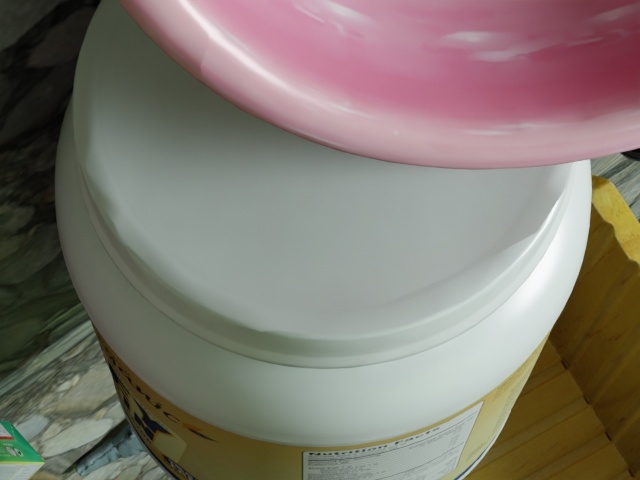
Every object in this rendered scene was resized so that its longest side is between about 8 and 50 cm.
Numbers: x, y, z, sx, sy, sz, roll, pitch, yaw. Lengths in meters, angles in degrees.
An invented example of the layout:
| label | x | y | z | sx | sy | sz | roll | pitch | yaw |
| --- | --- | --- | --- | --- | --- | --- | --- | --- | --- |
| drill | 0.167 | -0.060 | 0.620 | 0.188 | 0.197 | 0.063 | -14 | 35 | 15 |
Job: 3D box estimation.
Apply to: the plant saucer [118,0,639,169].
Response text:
| label | x | y | z | sx | sy | sz | roll | pitch | yaw |
| --- | --- | --- | --- | --- | --- | --- | --- | --- | --- |
| plant saucer | 0.076 | -0.170 | 0.488 | 0.332 | 0.084 | 0.332 | -8 | 135 | -8 |

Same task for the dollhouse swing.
| label | x | y | z | sx | sy | sz | roll | pitch | yaw |
| --- | --- | --- | --- | --- | --- | --- | --- | --- | --- |
| dollhouse swing | 0.130 | 0.164 | 1.319 | 0.305 | 0.347 | 0.315 | -23 | 160 | -16 |

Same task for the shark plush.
| label | x | y | z | sx | sy | sz | roll | pitch | yaw |
| --- | --- | --- | --- | --- | --- | --- | --- | --- | --- |
| shark plush | -0.117 | 0.120 | 1.192 | 0.161 | 0.073 | 0.067 | -24 | 149 | 18 |

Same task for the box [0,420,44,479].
| label | x | y | z | sx | sy | sz | roll | pitch | yaw |
| --- | --- | --- | --- | --- | --- | --- | --- | --- | --- |
| box | -0.260 | 0.183 | 0.979 | 0.179 | 0.043 | 0.105 | -47 | 164 | 3 |

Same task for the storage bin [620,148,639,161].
| label | x | y | z | sx | sy | sz | roll | pitch | yaw |
| --- | --- | --- | --- | --- | --- | --- | --- | --- | --- |
| storage bin | 0.238 | -0.155 | 1.071 | 0.084 | 0.122 | 0.180 | -28 | 161 | -36 |

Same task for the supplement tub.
| label | x | y | z | sx | sy | sz | roll | pitch | yaw |
| --- | --- | --- | --- | --- | --- | --- | --- | --- | --- |
| supplement tub | 0.000 | 0.000 | 0.745 | 0.228 | 0.228 | 0.316 | -36 | 164 | -13 |
